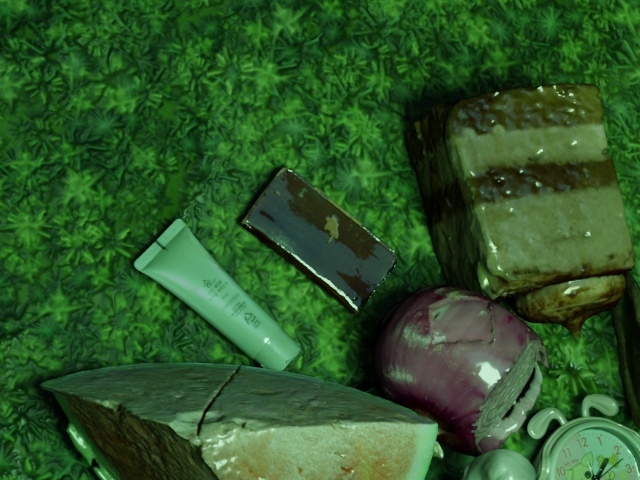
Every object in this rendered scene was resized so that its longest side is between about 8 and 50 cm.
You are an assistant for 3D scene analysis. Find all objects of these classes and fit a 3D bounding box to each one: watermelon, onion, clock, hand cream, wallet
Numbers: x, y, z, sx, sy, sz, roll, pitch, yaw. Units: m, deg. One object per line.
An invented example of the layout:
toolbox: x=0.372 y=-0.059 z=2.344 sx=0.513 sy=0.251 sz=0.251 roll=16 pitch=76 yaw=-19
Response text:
watermelon: x=-0.091 y=0.258 z=1.629 sx=0.319 sy=0.292 sz=0.222 roll=-1 pitch=97 yaw=-40
onion: x=0.145 y=0.138 z=1.733 sx=0.207 sy=0.200 sz=0.201 roll=12 pitch=67 yaw=-59
clock: x=0.317 y=0.280 z=1.826 sx=0.151 sy=0.062 sz=0.191 roll=-14 pitch=81 yaw=-20
hand cream: x=-0.110 y=0.069 z=1.751 sx=0.205 sy=0.050 sz=0.078 roll=43 pitch=71 yaw=1
wallet: x=0.000 y=0.000 z=1.814 sx=0.176 sy=0.026 sz=0.095 roll=37 pitch=75 yaw=-5

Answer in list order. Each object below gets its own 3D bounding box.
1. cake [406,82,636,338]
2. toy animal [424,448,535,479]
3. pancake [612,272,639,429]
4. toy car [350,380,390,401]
cake: x=0.231 y=-0.023 z=1.810 sx=0.198 sy=0.196 sz=0.293 roll=-9 pitch=84 yaw=-18
toy animal: x=0.174 y=0.392 z=1.632 sx=0.271 sy=0.206 sz=0.265 roll=43 pitch=52 yaw=-14
pancake: x=0.368 y=0.131 z=1.815 sx=0.021 sy=0.199 sz=0.199 roll=-7 pitch=78 yaw=0
toy car: x=0.018 y=0.207 z=1.753 sx=0.142 sy=0.055 sz=0.069 roll=-22 pitch=81 yaw=-22
